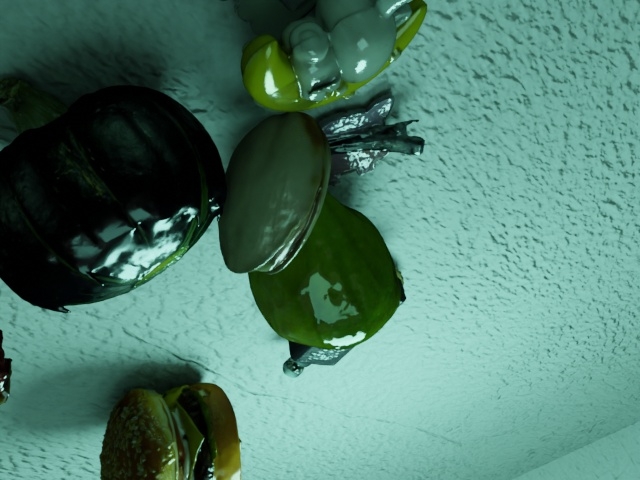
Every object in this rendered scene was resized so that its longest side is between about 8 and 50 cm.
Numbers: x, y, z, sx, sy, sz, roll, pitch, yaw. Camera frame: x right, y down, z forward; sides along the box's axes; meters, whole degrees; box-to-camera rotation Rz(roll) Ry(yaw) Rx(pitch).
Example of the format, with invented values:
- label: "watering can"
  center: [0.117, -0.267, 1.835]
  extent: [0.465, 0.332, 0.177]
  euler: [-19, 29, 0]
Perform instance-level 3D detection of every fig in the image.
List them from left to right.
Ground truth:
- label: "fig"
  center: [-0.012, 0.012, 1.334]
  extent: [0.233, 0.233, 0.314]
  euler: [-24, 106, 6]

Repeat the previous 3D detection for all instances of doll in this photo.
- label: "doll"
  center: [0.020, -0.225, 1.005]
  extent: [0.237, 0.111, 0.252]
  euler: [-23, 170, -3]

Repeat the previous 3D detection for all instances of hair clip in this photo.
- label: "hair clip"
  center: [-0.057, -0.296, 0.962]
  extent: [0.140, 0.054, 0.220]
  euler: [-35, 147, 15]
- label: "hair clip"
  center: [0.051, -0.134, 1.260]
  extent: [0.187, 0.056, 0.146]
  euler: [-10, 148, 1]

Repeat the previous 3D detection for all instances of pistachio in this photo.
- label: "pistachio"
  center: [-0.058, -0.058, 1.130]
  extent: [0.143, 0.144, 0.215]
  euler: [7, 104, -35]

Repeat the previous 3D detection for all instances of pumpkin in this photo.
- label: "pumpkin"
  center: [-0.268, -0.069, 1.046]
  extent: [0.295, 0.296, 0.296]
  euler: [-13, 147, -9]

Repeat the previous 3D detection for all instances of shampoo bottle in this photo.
- label: "shampoo bottle"
  center: [0.022, 0.158, 1.585]
  extent: [0.098, 0.071, 0.309]
  euler: [10, 139, -32]

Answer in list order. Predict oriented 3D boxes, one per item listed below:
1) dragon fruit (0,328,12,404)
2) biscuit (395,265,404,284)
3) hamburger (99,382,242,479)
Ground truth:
- label: "dragon fruit"
  center: [-0.528, 0.128, 1.249]
  extent: [0.240, 0.302, 0.330]
  euler: [-42, 173, -25]
- label: "biscuit"
  center: [0.042, 0.098, 1.599]
  extent: [0.219, 0.033, 0.220]
  euler: [-11, 145, -8]
- label: "hamburger"
  center: [-0.283, 0.403, 1.658]
  extent: [0.225, 0.291, 0.291]
  euler: [1, 142, -30]
